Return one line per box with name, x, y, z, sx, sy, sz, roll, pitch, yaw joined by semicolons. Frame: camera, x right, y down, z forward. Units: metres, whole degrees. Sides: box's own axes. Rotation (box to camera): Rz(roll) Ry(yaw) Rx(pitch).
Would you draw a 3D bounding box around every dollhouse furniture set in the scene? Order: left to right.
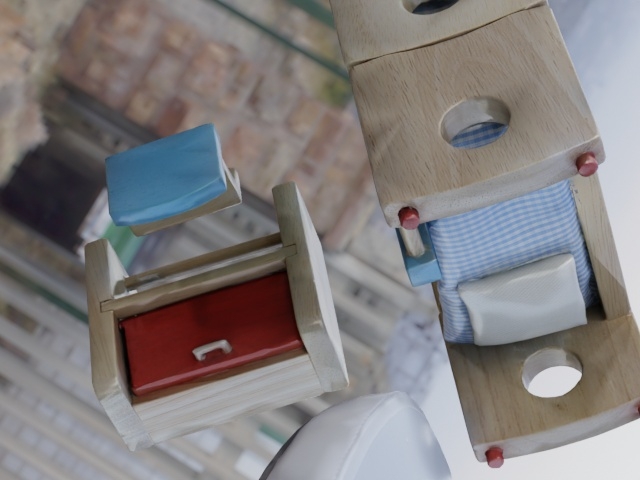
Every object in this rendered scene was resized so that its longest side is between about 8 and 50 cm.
dollhouse furniture set;0.000;0.000;0.567;0.129;0.183;0.129;-101;171;-45

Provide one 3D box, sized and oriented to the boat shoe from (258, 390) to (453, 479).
boat shoe;-0.032;0.117;0.333;0.258;0.084;0.095;-58;134;-58
